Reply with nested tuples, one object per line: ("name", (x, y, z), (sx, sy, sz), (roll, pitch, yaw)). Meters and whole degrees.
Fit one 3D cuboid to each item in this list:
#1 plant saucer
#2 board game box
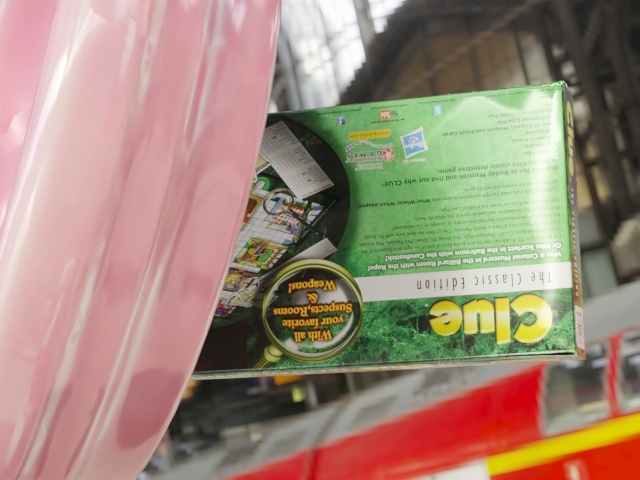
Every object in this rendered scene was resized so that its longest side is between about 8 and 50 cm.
("plant saucer", (-0.096, -0.027, 0.650), (0.084, 0.332, 0.332), (15, -20, -17))
("board game box", (0.000, 0.000, 0.827), (0.259, 0.136, 0.030), (-4, -12, 18))
